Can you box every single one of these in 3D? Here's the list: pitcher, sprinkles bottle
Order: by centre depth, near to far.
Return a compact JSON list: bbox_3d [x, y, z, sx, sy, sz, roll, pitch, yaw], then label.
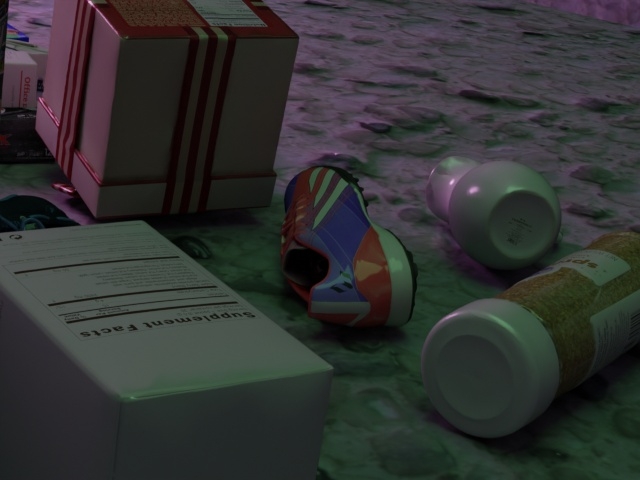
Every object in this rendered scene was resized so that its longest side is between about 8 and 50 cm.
[{"bbox_3d":[0.234,0.084,1.510,0.121,0.121,0.355,20,23,29],"label":"sprinkles bottle"},{"bbox_3d":[0.230,-0.027,1.830,0.178,0.125,0.207,20,6,-14],"label":"pitcher"}]

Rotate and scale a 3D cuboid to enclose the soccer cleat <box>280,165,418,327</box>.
[{"bbox_3d":[0.000,0.000,1.667,0.116,0.108,0.318,-3,25,-19],"label":"soccer cleat"}]

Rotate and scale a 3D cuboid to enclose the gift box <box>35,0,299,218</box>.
[{"bbox_3d":[-0.185,-0.176,1.826,0.255,0.258,0.276,-1,30,-25],"label":"gift box"}]

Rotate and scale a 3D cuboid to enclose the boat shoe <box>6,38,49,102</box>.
[{"bbox_3d":[-0.429,-0.236,2.132,0.267,0.096,0.088,5,17,-12],"label":"boat shoe"}]

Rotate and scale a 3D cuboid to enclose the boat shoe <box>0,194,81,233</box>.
[{"bbox_3d":[-0.301,0.003,1.530,0.089,0.109,0.258,15,23,6],"label":"boat shoe"}]

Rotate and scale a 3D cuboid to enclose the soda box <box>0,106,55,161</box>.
[{"bbox_3d":[-0.412,-0.131,1.903,0.169,0.060,0.053,-2,22,-27],"label":"soda box"}]

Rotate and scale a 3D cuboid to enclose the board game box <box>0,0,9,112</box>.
[{"bbox_3d":[-0.407,-0.160,1.633,0.097,0.303,0.224,9,21,0],"label":"board game box"}]

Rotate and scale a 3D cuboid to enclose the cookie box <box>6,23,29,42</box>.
[{"bbox_3d":[-0.508,-0.306,2.358,0.092,0.040,0.107,-7,24,-34],"label":"cookie box"}]

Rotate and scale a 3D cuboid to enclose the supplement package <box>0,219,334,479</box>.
[{"bbox_3d":[-0.149,0.122,1.167,0.175,0.177,0.293,-5,25,-34],"label":"supplement package"}]

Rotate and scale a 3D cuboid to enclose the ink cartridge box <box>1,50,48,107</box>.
[{"bbox_3d":[-0.427,-0.189,1.988,0.180,0.104,0.060,-1,22,-24],"label":"ink cartridge box"}]
